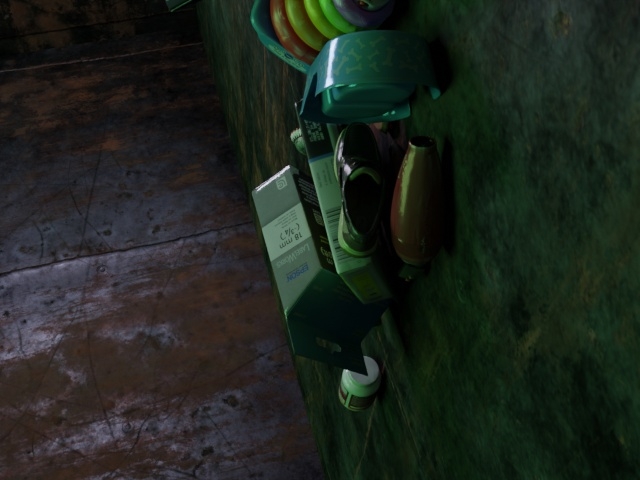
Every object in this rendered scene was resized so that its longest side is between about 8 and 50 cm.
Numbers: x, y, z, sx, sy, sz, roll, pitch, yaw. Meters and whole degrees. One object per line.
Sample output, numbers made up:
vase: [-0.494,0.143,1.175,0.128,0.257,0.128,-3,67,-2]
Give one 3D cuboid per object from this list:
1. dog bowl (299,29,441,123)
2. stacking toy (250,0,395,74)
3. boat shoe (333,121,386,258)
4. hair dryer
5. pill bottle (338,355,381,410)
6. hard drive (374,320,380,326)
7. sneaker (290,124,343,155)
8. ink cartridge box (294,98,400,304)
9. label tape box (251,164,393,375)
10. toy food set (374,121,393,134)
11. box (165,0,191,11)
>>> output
dog bowl: [0.062,-0.223,1.158,0.297,0.166,0.074,166,103,-80]
stacking toy: [0.047,-0.347,1.165,0.302,0.175,0.165,-1,62,60]
boat shoe: [0.064,-0.086,1.226,0.073,0.080,0.223,118,157,-62]
hair dryer: [0.120,-0.069,1.218,0.293,0.080,0.223,114,143,-72]
pill bottle: [0.087,0.309,1.797,0.152,0.086,0.086,98,157,-61]
hard drive: [0.092,0.103,1.712,0.094,0.022,0.135,-143,42,-74]
sneaker: [-0.005,-0.199,1.712,0.225,0.088,0.092,163,93,-80]
ink cartridge box: [0.048,-0.051,1.414,0.307,0.072,0.303,60,-166,-69]
label tape box: [0.019,0.057,1.504,0.241,0.106,0.333,26,-141,-51]
toy food set: [0.098,-0.213,1.334,0.082,0.020,0.083,-118,20,-55]
box: [-0.148,-0.559,1.307,0.183,0.294,0.296,20,135,67]
